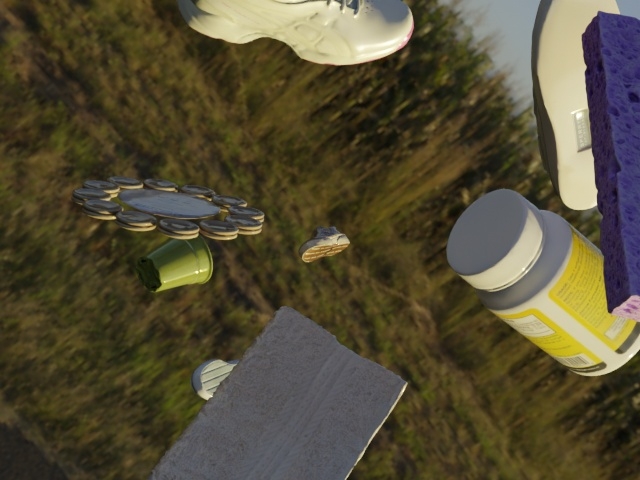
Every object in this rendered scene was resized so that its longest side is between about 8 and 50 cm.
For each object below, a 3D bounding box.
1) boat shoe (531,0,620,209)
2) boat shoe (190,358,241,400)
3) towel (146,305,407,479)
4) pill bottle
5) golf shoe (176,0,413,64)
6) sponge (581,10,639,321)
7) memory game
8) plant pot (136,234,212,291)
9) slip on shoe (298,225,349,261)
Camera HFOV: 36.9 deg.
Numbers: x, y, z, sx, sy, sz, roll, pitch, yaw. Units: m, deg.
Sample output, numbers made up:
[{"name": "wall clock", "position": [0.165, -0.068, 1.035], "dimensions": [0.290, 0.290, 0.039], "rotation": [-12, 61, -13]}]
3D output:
[{"name": "boat shoe", "position": [0.182, -0.112, 0.698], "dimensions": [0.063, 0.066, 0.184], "rotation": [-114, -178, -56]}, {"name": "boat shoe", "position": [-0.200, 0.274, 1.853], "dimensions": [0.226, 0.076, 0.083], "rotation": [12, 64, -66]}, {"name": "towel", "position": [-0.050, 0.226, 1.105], "dimensions": [0.187, 0.282, 0.049], "rotation": [33, -21, 11]}, {"name": "pill bottle", "position": [0.234, 0.043, 0.983], "dimensions": [0.208, 0.119, 0.119], "rotation": [36, 18, -29]}, {"name": "golf shoe", "position": [-0.020, -0.301, 1.187], "dimensions": [0.140, 0.306, 0.115], "rotation": [124, -32, -62]}, {"name": "sponge", "position": [0.221, -0.045, 0.570], "dimensions": [0.031, 0.117, 0.210], "rotation": [111, -13, -58]}, {"name": "memory game", "position": [-0.144, -0.032, 0.917], "dimensions": [0.186, 0.012, 0.186], "rotation": [11, 15, -3]}, {"name": "plant pot", "position": [-0.203, 0.033, 1.290], "dimensions": [0.079, 0.083, 0.083], "rotation": [-26, 77, -43]}, {"name": "slip on shoe", "position": [0.000, 0.000, 1.457], "dimensions": [0.041, 0.051, 0.135], "rotation": [58, 27, 11]}]
